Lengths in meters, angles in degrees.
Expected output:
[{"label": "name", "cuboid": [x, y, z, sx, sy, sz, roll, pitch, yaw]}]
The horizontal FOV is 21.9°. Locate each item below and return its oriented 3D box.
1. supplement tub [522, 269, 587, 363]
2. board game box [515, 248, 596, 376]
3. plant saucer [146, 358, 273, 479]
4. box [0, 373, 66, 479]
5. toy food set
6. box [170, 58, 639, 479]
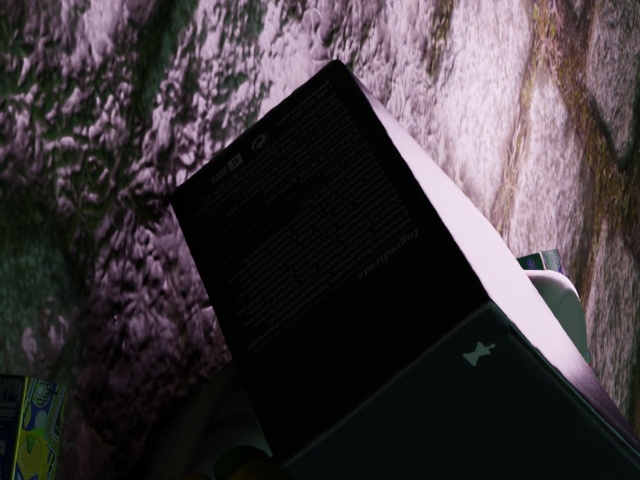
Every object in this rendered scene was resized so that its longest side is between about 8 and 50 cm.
[{"label": "supplement tub", "cuboid": [0.138, 0.124, 1.801, 0.191, 0.272, 0.191, 1, 90, -65]}, {"label": "board game box", "cuboid": [0.335, 0.120, 2.351, 0.317, 0.046, 0.213, 0, 76, -77]}, {"label": "plant saucer", "cuboid": [-0.086, 0.296, 1.532, 0.400, 0.100, 0.400, 1, 90, -64]}, {"label": "box", "cuboid": [-0.240, 0.187, 1.253, 0.059, 0.054, 0.169, 28, 66, -62]}, {"label": "toy food set", "cuboid": [-0.072, 0.222, 1.377, 0.218, 0.071, 0.128, 11, 105, -63]}, {"label": "box", "cuboid": [0.074, 0.082, 1.444, 0.293, 0.212, 0.395, 44, 11, -36]}]
